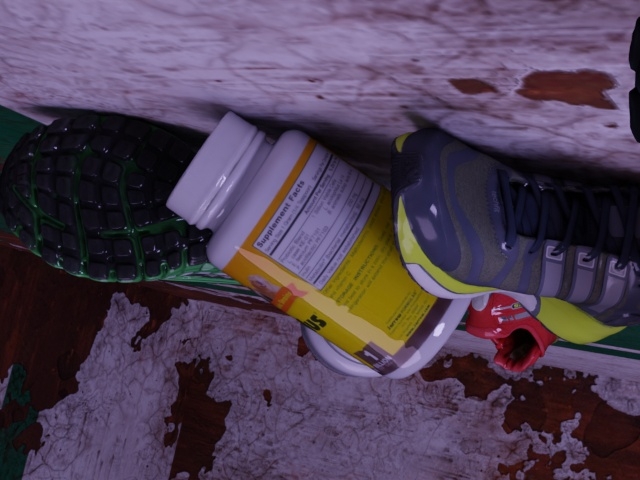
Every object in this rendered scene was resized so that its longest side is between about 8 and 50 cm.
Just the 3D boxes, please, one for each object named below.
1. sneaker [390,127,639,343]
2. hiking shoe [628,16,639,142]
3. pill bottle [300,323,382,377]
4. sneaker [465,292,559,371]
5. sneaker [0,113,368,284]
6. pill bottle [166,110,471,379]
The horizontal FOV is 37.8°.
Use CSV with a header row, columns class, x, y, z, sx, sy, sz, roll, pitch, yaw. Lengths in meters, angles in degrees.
class,x,y,z,sx,sy,sz,roll,pitch,yaw
sneaker,0.161,-0.009,0.626,0.300,0.111,0.121,18,154,-41
hiking shoe,0.228,-0.002,0.272,0.132,0.113,0.304,-22,-133,-26
pill bottle,0.056,0.087,1.146,0.160,0.160,0.283,13,172,-1
sneaker,0.230,0.089,1.044,0.107,0.118,0.279,7,170,38
sneaker,-0.107,-0.013,0.811,0.343,0.134,0.146,13,173,-3
pill bottle,0.000,0.000,0.680,0.215,0.117,0.117,34,169,-7
